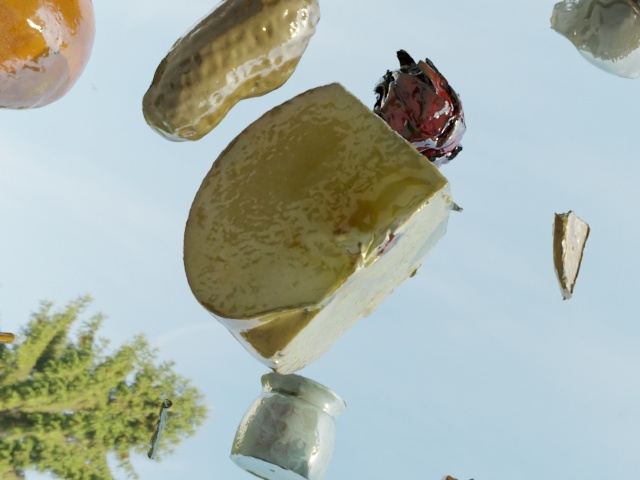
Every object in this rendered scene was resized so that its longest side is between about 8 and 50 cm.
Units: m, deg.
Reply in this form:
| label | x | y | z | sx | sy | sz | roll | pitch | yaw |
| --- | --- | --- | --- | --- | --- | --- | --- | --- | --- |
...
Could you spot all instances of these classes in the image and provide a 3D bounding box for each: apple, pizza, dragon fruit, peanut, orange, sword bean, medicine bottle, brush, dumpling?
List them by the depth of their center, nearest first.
| label | x | y | z | sx | sy | sz | roll | pitch | yaw |
| --- | --- | --- | --- | --- | --- | --- | --- | --- | --- |
| sword bean | -0.152 | 0.178 | 0.604 | 0.012 | 0.012 | 0.083 | 42 | -52 | 28 |
| brush | -0.362 | 0.091 | 0.610 | 0.103 | 0.272 | 0.013 | 5 | -99 | -12 |
| peanut | -0.089 | -0.188 | 0.664 | 0.226 | 0.108 | 0.095 | -43 | -143 | -8 |
| apple | 0.000 | 0.000 | 0.796 | 0.309 | 0.314 | 0.252 | -41 | -156 | -5 |
| pizza | 0.324 | 0.007 | 0.832 | 0.026 | 0.108 | 0.123 | 7 | -62 | 40 |
| dumpling | 0.418 | -0.303 | 0.891 | 0.127 | 0.188 | 0.108 | -51 | -165 | 42 |
| orange | -0.459 | -0.330 | 0.925 | 0.226 | 0.284 | 0.284 | -20 | -111 | 16 |
| medicine bottle | -0.047 | 0.286 | 0.965 | 0.147 | 0.147 | 0.143 | 4 | -127 | 26 |
| dragon fruit | 0.165 | -0.208 | 1.106 | 0.182 | 0.188 | 0.182 | -51 | -159 | 28 |

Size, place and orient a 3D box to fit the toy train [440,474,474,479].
| label | x | y | z | sx | sy | sz | roll | pitch | yaw |
| --- | --- | --- | --- | --- | --- | --- | --- | --- | --- |
| toy train | 0.154 | 0.384 | 0.774 | 0.089 | 0.127 | 0.219 | 37 | -119 | 4 |
